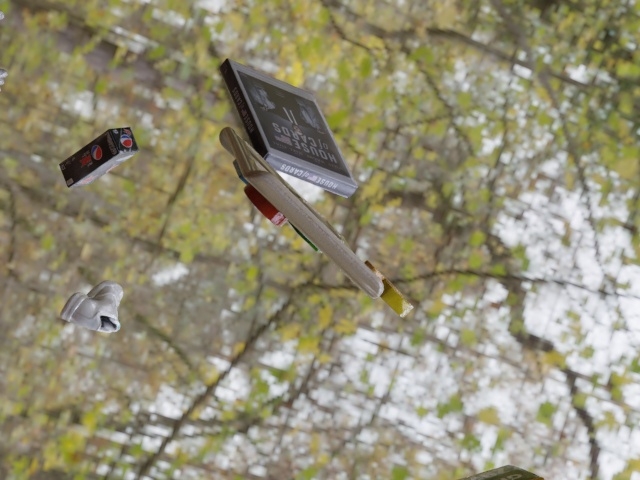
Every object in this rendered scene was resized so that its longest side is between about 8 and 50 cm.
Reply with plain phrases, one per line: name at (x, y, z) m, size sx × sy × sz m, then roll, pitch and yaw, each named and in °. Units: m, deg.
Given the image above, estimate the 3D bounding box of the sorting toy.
sorting toy at (0.000, 0.000, 1.473) m, size 0.041 × 0.307 × 0.229 m, roll -45°, pitch -158°, yaw 2°

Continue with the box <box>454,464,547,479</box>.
box at (0.087, 0.370, 1.006) m, size 0.079 × 0.257 × 0.322 m, roll -178°, pitch -104°, yaw -71°

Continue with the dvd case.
dvd case at (-0.051, -0.175, 1.928) m, size 0.029 × 0.179 × 0.239 m, roll -50°, pitch -138°, yaw 26°

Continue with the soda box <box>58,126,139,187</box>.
soda box at (-0.427, -0.160, 2.405) m, size 0.169 × 0.060 × 0.053 m, roll -27°, pitch -98°, yaw 38°

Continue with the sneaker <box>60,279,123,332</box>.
sneaker at (-0.414, 0.138, 2.379) m, size 0.080 × 0.094 × 0.212 m, roll -60°, pitch 172°, yaw 15°

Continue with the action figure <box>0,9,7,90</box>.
action figure at (-0.412, -0.248, 1.377) m, size 0.275 × 0.141 × 0.164 m, roll -4°, pitch -101°, yaw 52°
